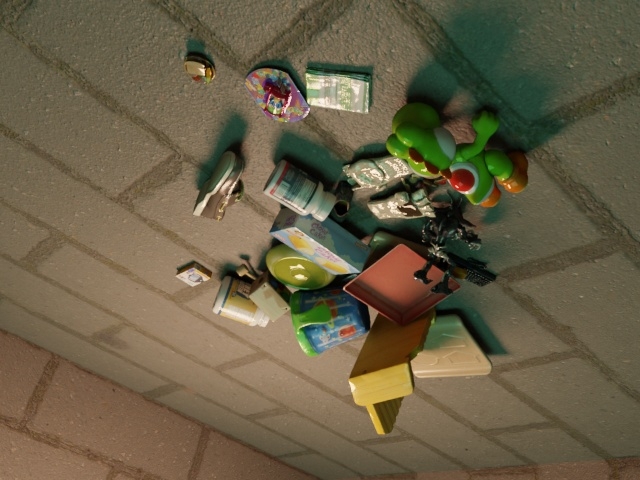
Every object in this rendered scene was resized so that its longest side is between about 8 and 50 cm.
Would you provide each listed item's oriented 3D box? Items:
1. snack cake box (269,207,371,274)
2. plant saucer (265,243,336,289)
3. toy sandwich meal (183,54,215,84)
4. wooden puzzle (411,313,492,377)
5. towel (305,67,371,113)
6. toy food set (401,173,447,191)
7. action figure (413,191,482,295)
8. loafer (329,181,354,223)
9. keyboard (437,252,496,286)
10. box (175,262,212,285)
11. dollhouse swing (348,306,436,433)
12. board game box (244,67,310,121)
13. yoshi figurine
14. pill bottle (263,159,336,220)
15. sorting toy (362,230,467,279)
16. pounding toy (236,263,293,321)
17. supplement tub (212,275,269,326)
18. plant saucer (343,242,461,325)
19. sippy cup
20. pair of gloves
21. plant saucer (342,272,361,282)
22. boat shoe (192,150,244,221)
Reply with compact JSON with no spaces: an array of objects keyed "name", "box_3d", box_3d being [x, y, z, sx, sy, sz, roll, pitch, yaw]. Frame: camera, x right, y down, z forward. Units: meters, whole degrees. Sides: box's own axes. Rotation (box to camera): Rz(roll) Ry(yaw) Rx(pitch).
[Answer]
[{"name":"snack cake box","box_3d":[0.000,0.000,1.851,0.264,0.089,0.152,34,158,-26]},{"name":"plant saucer","box_3d":[-0.064,0.096,2.021,0.241,0.037,0.241,7,142,6]},{"name":"toy sandwich meal","box_3d":[-0.288,-0.401,1.469,0.086,0.029,0.085,10,145,7]},{"name":"wooden puzzle","box_3d":[0.425,0.378,2.283,0.322,0.080,0.348,-11,133,31]},{"name":"towel","box_3d":[0.040,-0.343,1.441,0.152,0.023,0.113,9,144,8]},{"name":"toy food set","box_3d":[0.277,-0.158,1.620,0.122,0.019,0.078,-6,141,27]},{"name":"action figure","box_3d":[0.347,0.001,1.715,0.164,0.141,0.275,25,110,29]},{"name":"loafer","box_3d":[0.054,-0.093,1.755,0.062,0.061,0.170,12,146,1]},{"name":"keyboard","box_3d":[0.453,0.090,1.907,0.180,0.023,0.108,25,144,-17]},{"name":"box","box_3d":[-0.469,0.128,2.282,0.081,0.028,0.136,36,138,-29]},{"name":"dollhouse swing","box_3d":[0.289,0.427,2.052,0.315,0.347,0.305,-24,109,34]},{"name":"board game box","box_3d":[-0.110,-0.334,1.486,0.133,0.033,0.168,-3,142,33]},{"name":"yoshi figurine","box_3d":[0.302,-0.216,1.445,0.362,0.203,0.203,18,-172,-31]},{"name":"pill bottle","box_3d":[-0.054,-0.131,1.687,0.180,0.108,0.108,30,143,-13]},{"name":"sorting toy","box_3d":[0.281,0.079,1.928,0.307,0.041,0.229,19,145,-3]},{"name":"pounding toy","box_3d":[-0.189,0.146,2.138,0.094,0.181,0.206,-39,103,12]},{"name":"supplement tub","box_3d":[-0.275,0.223,2.244,0.200,0.144,0.144,21,145,-10]},{"name":"plant saucer","box_3d":[0.246,0.128,1.888,0.258,0.047,0.259,34,125,-23]},{"name":"sippy cup","box_3d":[0.044,0.256,2.113,0.224,0.305,0.240,-16,113,14]},{"name":"pair of gloves","box_3d":[0.179,-0.133,1.646,0.204,0.042,0.240,-4,140,38]},{"name":"plant saucer","box_3d":[0.122,0.123,2.016,0.067,0.018,0.192,19,169,-7]},{"name":"boat shoe","box_3d":[-0.270,-0.145,1.755,0.097,0.116,0.324,22,149,-19]}]
